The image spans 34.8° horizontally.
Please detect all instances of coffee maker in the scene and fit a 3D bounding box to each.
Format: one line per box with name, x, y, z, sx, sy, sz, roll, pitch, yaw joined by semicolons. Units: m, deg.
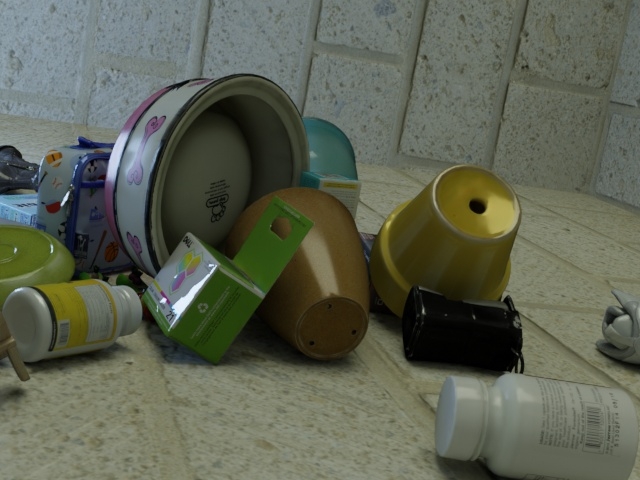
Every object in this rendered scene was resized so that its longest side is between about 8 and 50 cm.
coffee maker;0.233;0.150;1.681;0.178;0.120;0.171;8;13;-10

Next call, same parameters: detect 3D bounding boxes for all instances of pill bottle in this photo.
pill bottle;0.267;0.236;1.283;0.229;0.131;0.131;9;12;-6
pill bottle;-0.343;0.108;1.431;0.103;0.103;0.184;19;14;35

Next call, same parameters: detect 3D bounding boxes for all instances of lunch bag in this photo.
lunch bag;-0.395;-0.067;1.867;0.115;0.243;0.303;15;12;23

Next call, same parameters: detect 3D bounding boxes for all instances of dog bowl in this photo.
dog bowl;-0.199;-0.095;1.770;0.150;0.408;0.408;16;13;34

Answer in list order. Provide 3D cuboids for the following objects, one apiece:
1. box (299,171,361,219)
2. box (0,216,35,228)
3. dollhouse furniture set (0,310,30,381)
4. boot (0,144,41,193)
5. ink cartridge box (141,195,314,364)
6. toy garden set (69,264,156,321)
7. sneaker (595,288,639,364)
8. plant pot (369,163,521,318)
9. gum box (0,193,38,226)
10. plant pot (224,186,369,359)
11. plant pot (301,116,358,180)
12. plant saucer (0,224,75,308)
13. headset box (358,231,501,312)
box;0.000;0.000;1.880;0.100;0.244;0.060;2;14;-37
box;-0.665;-0.014;1.844;0.231;0.056;0.183;14;13;15
dollhouse furniture set;-0.580;0.136;1.257;0.355;0.174;0.303;-26;44;-21
boot;-0.652;-0.153;2.362;0.229;0.091;0.263;0;23;0
ink cartridge box;-0.145;0.033;1.555;0.097;0.255;0.189;34;1;-26
toy garden set;-0.385;0.076;1.676;0.244;0.049;0.204;4;13;-28
sneaker;0.651;0.156;1.957;0.210;0.137;0.366;16;16;14
plant pot;0.237;0.000;1.807;0.254;0.239;0.254;7;56;-11
gum box;-0.587;-0.056;2.141;0.184;0.041;0.157;17;14;33
plant pot;-0.014;0.072;1.654;0.237;0.237;0.254;6;26;-21
plant pot;-0.029;-0.129;2.479;0.272;0.271;0.255;8;27;-12
plant saucer;-0.516;0.032;1.632;0.241;0.037;0.241;2;28;-1
headset box;0.189;0.072;2.026;0.293;0.110;0.218;8;13;-9
